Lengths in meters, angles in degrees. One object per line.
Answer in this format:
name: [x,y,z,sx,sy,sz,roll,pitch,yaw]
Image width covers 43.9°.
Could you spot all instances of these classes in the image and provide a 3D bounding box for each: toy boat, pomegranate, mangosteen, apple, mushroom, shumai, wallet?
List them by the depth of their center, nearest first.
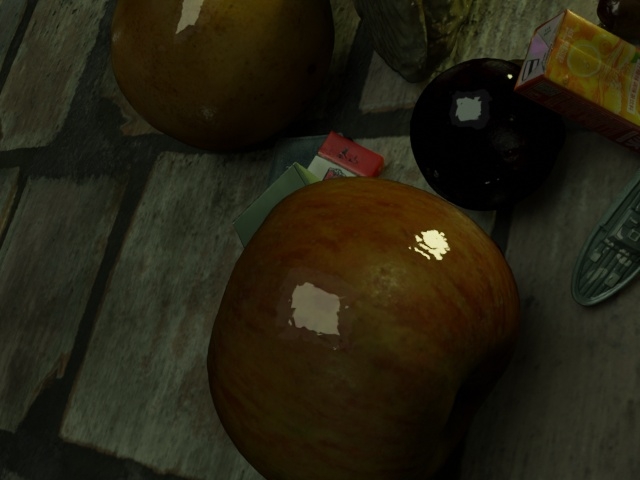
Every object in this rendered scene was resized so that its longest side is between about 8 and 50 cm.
toy boat: [0.380,-0.027,0.938,0.078,0.085,0.261,32,111,2]
apple: [0.042,0.113,0.955,0.333,0.400,0.400,32,90,27]
mangosteen: [0.239,-0.161,1.086,0.211,0.211,0.250,13,47,42]
mushroom: [0.408,-0.308,1.096,0.129,0.072,0.088,-30,82,27]
shumai: [0.190,-0.431,1.291,0.262,0.267,0.314,-19,83,-5]
wallet: [-0.034,-0.080,1.360,0.167,0.036,0.222,1,70,39]
pomegranate: [-0.180,-0.371,1.394,0.416,0.416,0.417,-18,58,31]

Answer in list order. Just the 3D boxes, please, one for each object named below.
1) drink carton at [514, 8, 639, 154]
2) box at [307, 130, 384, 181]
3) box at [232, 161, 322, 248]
drink carton: [0.359,-0.183,0.970,0.096,0.222,0.071,-69,13,-10]
box: [0.023,-0.087,1.276,0.100,0.048,0.152,30,83,13]
box: [0.000,0.000,1.160,0.129,0.225,0.086,-43,48,14]
